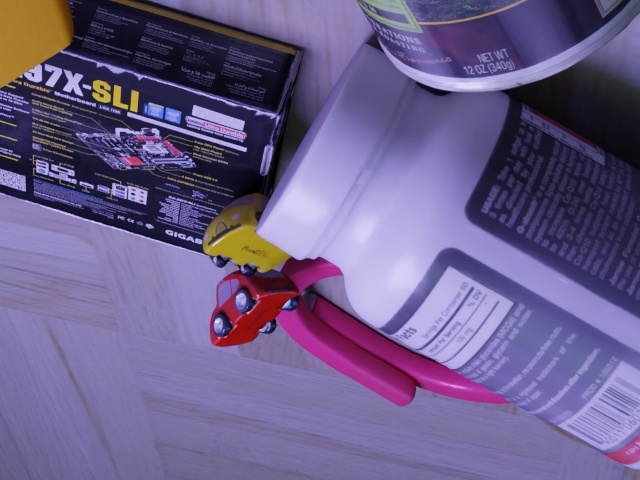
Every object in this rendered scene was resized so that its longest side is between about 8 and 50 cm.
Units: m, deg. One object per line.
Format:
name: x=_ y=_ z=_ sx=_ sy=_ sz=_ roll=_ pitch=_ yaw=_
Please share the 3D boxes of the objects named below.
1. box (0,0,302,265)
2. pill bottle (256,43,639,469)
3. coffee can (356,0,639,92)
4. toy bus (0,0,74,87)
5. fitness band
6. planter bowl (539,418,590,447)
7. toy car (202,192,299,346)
box: x=-0.191 y=-0.109 z=1.410 sx=0.322 sy=0.079 sz=0.257 roll=16 pitch=148 yaw=1
pill bottle: x=0.149 y=0.008 z=1.281 sx=0.363 sy=0.210 sz=0.210 roll=30 pitch=148 yaw=-4
coffee can: x=0.067 y=-0.247 z=0.936 sx=0.202 sy=0.201 sz=0.275 roll=-3 pitch=144 yaw=30
toy bus: x=-0.269 y=-0.254 z=1.121 sx=0.130 sy=0.108 sz=0.332 roll=50 pitch=164 yaw=27
fitness band: x=0.091 y=0.083 z=1.606 sx=0.291 sy=0.054 sz=0.209 roll=32 pitch=144 yaw=-24
planter bowl: x=0.298 y=0.115 z=1.510 sx=0.217 sy=0.090 sz=0.217 roll=13 pitch=150 yaw=8
toy car: x=0.000 y=0.000 z=1.439 sx=0.225 sy=0.053 sz=0.239 roll=-19 pitch=156 yaw=-10
